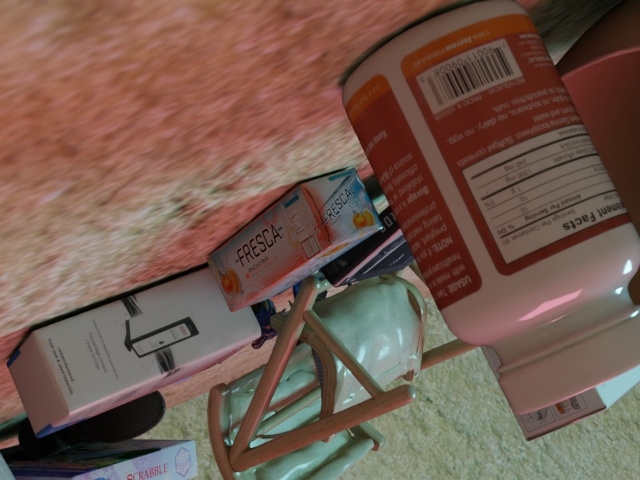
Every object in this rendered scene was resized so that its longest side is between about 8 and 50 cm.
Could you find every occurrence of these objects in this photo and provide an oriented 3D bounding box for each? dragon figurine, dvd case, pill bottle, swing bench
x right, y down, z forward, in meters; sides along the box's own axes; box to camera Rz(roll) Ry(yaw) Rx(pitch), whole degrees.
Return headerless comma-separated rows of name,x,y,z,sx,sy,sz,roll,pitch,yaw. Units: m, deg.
dragon figurine,0.006,0.092,1.415,0.289,0.085,0.144,-40,144,-49
dvd case,0.125,-0.045,1.029,0.238,0.030,0.179,-42,166,22
pill bottle,0.107,-0.017,0.629,0.121,0.216,0.121,-24,172,-3
swing bench,0.026,0.146,1.188,0.255,0.165,0.253,-48,167,30

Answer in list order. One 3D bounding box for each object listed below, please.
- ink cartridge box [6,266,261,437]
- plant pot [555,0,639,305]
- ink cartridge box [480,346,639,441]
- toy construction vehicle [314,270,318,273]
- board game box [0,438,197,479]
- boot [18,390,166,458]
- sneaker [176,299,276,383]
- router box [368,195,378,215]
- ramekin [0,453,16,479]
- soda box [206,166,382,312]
ink cartridge box,-0.180,0.105,1.053,0.203,0.086,0.148,-21,172,-31
plant pot,0.293,-0.084,0.743,0.284,0.284,0.191,-36,-159,55
ink cartridge box,0.318,0.087,1.532,0.130,0.310,0.272,-31,170,31
toy construction vehicle,0.005,0.017,1.223,0.085,0.035,0.098,-21,171,-27
board game box,-0.413,0.369,1.732,0.318,0.066,0.318,-4,178,26
boot,-0.338,0.277,1.762,0.262,0.091,0.229,-16,175,13
sneaker,-0.145,0.118,1.376,0.188,0.067,0.078,-28,163,-4
router box,0.000,0.000,1.081,0.122,0.038,0.092,-25,173,0
ramekin,-0.537,0.350,1.458,0.272,0.127,0.273,-24,173,-3
soda box,-0.027,0.003,0.943,0.063,0.058,0.183,-19,171,-37
